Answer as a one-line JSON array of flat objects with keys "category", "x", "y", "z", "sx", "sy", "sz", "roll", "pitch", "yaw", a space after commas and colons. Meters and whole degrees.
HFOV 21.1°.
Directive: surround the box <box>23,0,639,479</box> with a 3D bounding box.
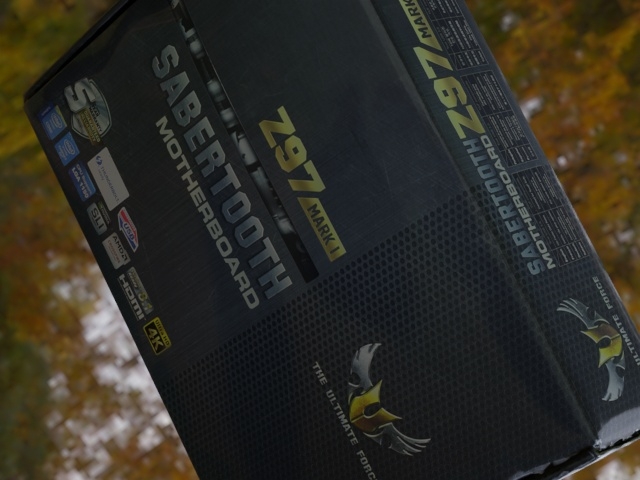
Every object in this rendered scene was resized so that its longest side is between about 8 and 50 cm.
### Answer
[{"category": "box", "x": 0.000, "y": 0.000, "z": 0.639, "sx": 0.183, "sy": 0.232, "sz": 0.059, "roll": -33, "pitch": 170, "yaw": 41}]
